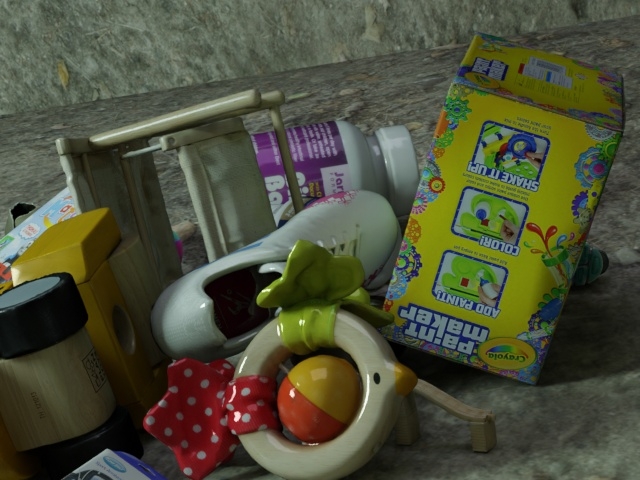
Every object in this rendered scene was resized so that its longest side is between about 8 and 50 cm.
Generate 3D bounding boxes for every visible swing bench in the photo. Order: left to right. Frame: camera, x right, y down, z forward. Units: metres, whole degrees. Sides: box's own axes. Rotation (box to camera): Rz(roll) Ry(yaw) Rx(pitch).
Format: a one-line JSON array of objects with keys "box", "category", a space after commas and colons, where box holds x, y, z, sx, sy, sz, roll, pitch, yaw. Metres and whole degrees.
[{"box": [-0.147, -0.025, 1.903, 0.255, 0.253, 0.165, -14, 1, 11], "category": "swing bench"}]

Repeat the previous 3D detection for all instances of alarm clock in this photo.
[{"box": [0.017, 0.103, 1.771, 0.129, 0.064, 0.192, -20, 21, -35], "category": "alarm clock"}]

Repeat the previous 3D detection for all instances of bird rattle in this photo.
[{"box": [-0.028, 0.132, 1.496, 0.253, 0.143, 0.207, -47, 58, -7], "category": "bird rattle"}]

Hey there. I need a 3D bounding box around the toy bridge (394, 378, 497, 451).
[{"box": [0.079, 0.160, 1.531, 0.188, 0.063, 0.026, 0, 17, 31], "category": "toy bridge"}]

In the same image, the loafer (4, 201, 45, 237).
[{"box": [-0.408, -0.003, 2.348, 0.094, 0.087, 0.251, -16, 17, -25], "category": "loafer"}]

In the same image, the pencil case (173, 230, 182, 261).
[{"box": [-0.247, 0.043, 2.075, 0.104, 0.104, 0.236, -6, 15, 10], "category": "pencil case"}]

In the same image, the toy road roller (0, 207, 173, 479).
[{"box": [-0.299, 0.122, 1.645, 0.241, 0.202, 0.329, -16, 15, 14], "category": "toy road roller"}]

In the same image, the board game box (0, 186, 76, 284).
[{"box": [-0.381, 0.012, 2.203, 0.211, 0.039, 0.160, -40, 27, -14], "category": "board game box"}]

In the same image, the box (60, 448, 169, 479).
[{"box": [-0.189, 0.233, 1.420, 0.081, 0.028, 0.136, 33, 29, 17], "category": "box"}]

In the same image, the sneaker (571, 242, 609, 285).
[{"box": [0.267, 0.029, 1.938, 0.166, 0.065, 0.076, 5, 4, 32], "category": "sneaker"}]

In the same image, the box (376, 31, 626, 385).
[{"box": [0.196, -0.043, 1.720, 0.177, 0.279, 0.290, 17, 18, 5], "category": "box"}]

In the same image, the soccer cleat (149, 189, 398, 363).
[{"box": [-0.021, 0.038, 1.688, 0.331, 0.116, 0.143, -29, 8, -32], "category": "soccer cleat"}]

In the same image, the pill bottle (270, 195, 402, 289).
[{"box": [0.000, 0.000, 2.065, 0.187, 0.112, 0.112, 5, 21, 42], "category": "pill bottle"}]

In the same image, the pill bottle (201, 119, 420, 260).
[{"box": [-0.020, -0.073, 2.230, 0.301, 0.169, 0.169, -11, 15, -5], "category": "pill bottle"}]
